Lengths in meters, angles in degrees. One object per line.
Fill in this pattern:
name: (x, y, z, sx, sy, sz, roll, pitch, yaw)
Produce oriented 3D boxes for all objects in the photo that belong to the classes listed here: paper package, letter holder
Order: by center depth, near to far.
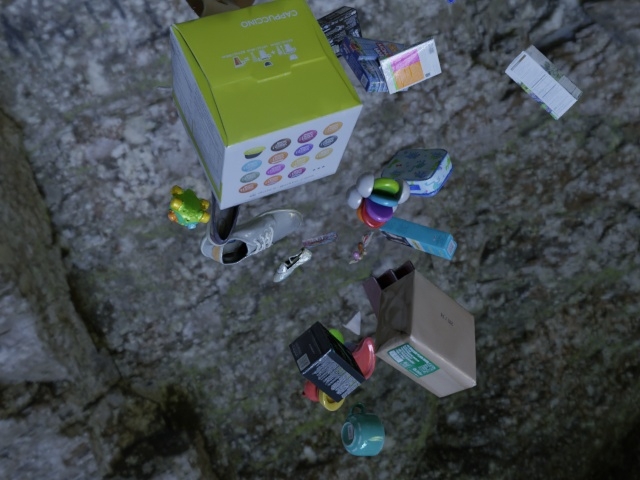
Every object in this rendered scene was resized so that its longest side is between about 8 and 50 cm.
paper package: (0.358, 0.313, 2.103, 0.168, 0.324, 0.310, -36, -152, 35)
letter holder: (0.324, 0.259, 2.518, 0.151, 0.302, 0.214, -17, 166, -24)

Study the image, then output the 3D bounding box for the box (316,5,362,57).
box: (0.062, -0.788, 2.409, 0.180, 0.147, 0.077, -34, -141, -19)

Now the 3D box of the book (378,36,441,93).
book: (0.229, -0.448, 1.610, 0.144, 0.096, 0.035, -21, -140, 4)

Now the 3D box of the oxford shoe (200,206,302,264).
oxford shoe: (-0.250, -0.011, 2.471, 0.449, 0.169, 0.130, -19, -138, -33)

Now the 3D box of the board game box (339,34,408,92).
board game box: (0.185, -0.526, 1.865, 0.194, 0.060, 0.194, -11, -123, -28)

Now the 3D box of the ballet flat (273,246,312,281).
ballet flat: (-0.107, 0.077, 2.167, 0.168, 0.052, 0.057, -37, -138, 7)

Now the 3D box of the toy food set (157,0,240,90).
toy food set: (-0.363, -0.583, 1.881, 0.092, 0.306, 0.219, 32, -160, 12)

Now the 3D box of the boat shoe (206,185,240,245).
boat shoe: (-0.287, -0.124, 1.929, 0.102, 0.286, 0.092, 12, 174, -28)

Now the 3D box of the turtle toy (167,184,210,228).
turtle toy: (-0.304, -0.075, 1.416, 0.066, 0.095, 0.130, -49, -148, 23)

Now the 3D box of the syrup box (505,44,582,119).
syrup box: (0.732, -0.521, 2.066, 0.093, 0.237, 0.096, -42, 174, -46)

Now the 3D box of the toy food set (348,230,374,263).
toy food set: (0.138, 0.027, 2.079, 0.019, 0.122, 0.078, 35, -156, 26)

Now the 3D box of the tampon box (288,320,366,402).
tampon box: (0.017, 0.312, 1.615, 0.101, 0.161, 0.120, -40, -146, 6)

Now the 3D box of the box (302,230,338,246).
box: (0.000, 0.000, 2.448, 0.136, 0.027, 0.094, -15, 172, -1)

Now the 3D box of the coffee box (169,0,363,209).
coffee box: (-0.147, -0.331, 1.540, 0.337, 0.338, 0.334, -20, 164, -18)

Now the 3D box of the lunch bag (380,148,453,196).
lunch bag: (0.324, -0.230, 2.144, 0.218, 0.090, 0.176, 6, -132, 40)

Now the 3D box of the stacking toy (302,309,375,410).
stacking toy: (0.046, 0.408, 2.225, 0.130, 0.280, 0.308, 2, -157, 42)

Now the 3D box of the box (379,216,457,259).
box: (0.328, -0.012, 2.118, 0.244, 0.100, 0.060, 19, -103, 31)

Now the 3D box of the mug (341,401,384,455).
mug: (0.120, 0.607, 2.000, 0.097, 0.130, 0.157, 11, -165, -31)

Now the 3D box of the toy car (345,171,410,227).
toy car: (0.166, -0.109, 1.839, 0.159, 0.136, 0.182, 11, 153, -18)

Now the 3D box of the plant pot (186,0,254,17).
plant pot: (-0.299, -0.854, 2.093, 0.254, 0.237, 0.237, -50, -151, -11)

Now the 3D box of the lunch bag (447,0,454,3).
lunch bag: (0.259, -0.832, 1.500, 0.239, 0.385, 0.328, -40, -122, 11)
